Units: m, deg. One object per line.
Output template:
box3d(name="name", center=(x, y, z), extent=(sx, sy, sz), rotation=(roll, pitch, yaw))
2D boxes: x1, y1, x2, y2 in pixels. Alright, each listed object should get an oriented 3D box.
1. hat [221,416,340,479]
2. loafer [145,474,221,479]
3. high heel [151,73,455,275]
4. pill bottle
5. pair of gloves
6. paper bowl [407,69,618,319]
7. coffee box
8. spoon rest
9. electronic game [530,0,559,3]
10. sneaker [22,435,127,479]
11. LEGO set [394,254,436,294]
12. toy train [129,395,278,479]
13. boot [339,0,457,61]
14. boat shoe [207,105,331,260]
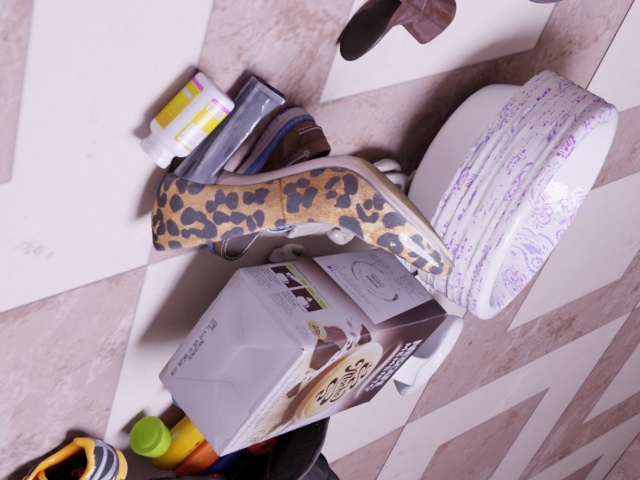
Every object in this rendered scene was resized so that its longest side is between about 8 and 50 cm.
box3d(name="hat", center=(-0.064, 0.344, 1.435), extent=(0.331, 0.134, 0.331), rotation=(-44, -166, 14))
box3d(name="loafer", center=(-0.243, 0.344, 1.356), extent=(0.302, 0.109, 0.095), rotation=(-26, -165, 8))
box3d(name="high heel", center=(-0.021, -0.003, 1.057), extent=(0.186, 0.261, 0.093), rotation=(-51, -177, 10))
box3d(name="pill bottle", center=(-0.117, -0.102, 0.986), extent=(0.083, 0.043, 0.043), rotation=(-44, 152, 5))
box3d(name="pair of gloves", center=(0.000, 0.000, 1.286), extent=(0.204, 0.042, 0.240), rotation=(-16, 149, -48))
box3d(name="paper bowl", center=(0.205, -0.063, 1.304), extent=(0.284, 0.148, 0.284), rotation=(-47, 160, -23))
box3d(name="coffee box", center=(-0.010, 0.114, 1.264), extent=(0.297, 0.119, 0.168), rotation=(-8, 141, -55))
box3d(name="spoon rest", center=(0.124, 0.155, 1.532), extent=(0.137, 0.084, 0.276), rotation=(-56, 154, 11))
box3d(name="electronic game", center=(0.278, -0.339, 1.152), extent=(0.229, 0.048, 0.229), rotation=(-32, 151, -20))
box3d(name="sneaker", center=(-0.316, 0.295, 1.266), extent=(0.215, 0.084, 0.083), rotation=(-44, 153, -17))
box3d(name="LEGO set", center=(0.103, 0.091, 1.535), extent=(0.182, 0.060, 0.244), rotation=(-28, 150, -17))
box3d(name="toy train", center=(-0.180, 0.257, 1.369), extent=(0.248, 0.105, 0.143), rotation=(-43, 142, 3))
box3d(name="boot", center=(0.079, -0.205, 1.106), extent=(0.106, 0.037, 0.114), rotation=(-48, 157, 15))
box3d(name="boat shoe", center=(-0.053, -0.042, 1.129), extent=(0.066, 0.066, 0.183), rotation=(-6, 136, -48))
